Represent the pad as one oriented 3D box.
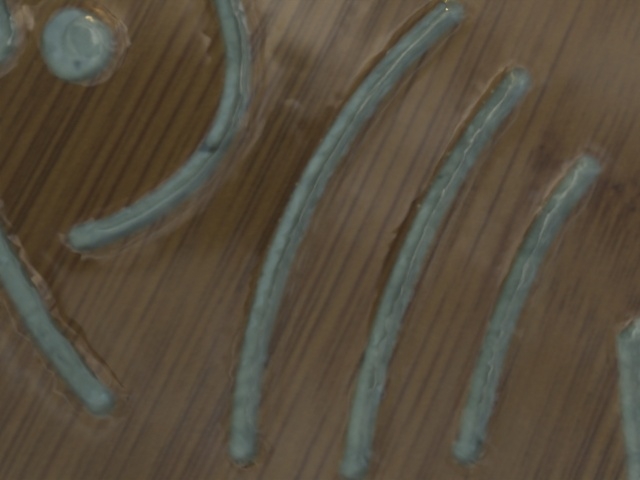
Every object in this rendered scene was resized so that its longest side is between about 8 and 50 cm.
[{"bbox_3d":[0.002,-0.007,0.356,0.018,0.284,0.286,119,-4,-72],"label":"pad"}]
